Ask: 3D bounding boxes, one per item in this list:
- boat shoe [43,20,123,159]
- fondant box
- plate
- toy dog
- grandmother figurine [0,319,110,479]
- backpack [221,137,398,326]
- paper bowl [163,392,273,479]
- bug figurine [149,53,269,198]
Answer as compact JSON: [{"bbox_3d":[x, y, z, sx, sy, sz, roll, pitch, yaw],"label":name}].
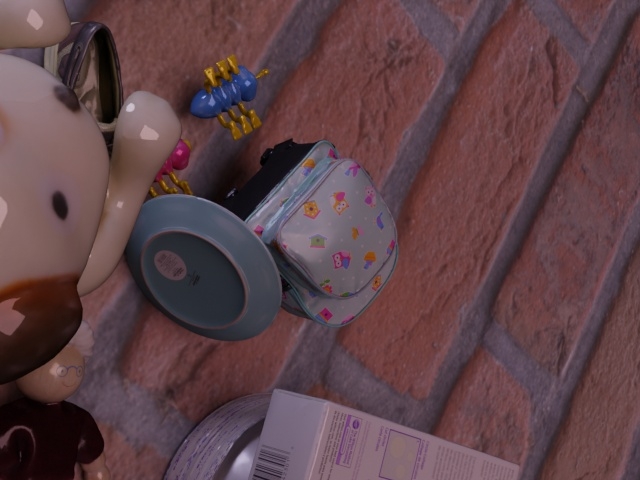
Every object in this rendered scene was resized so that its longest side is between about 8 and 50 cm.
[{"bbox_3d":[-0.240,-0.116,1.038,0.080,0.073,0.223,-5,95,-40],"label":"boat shoe"},{"bbox_3d":[0.062,0.321,1.102,0.330,0.096,0.238,25,75,-37],"label":"fondant box"},{"bbox_3d":[-0.130,0.037,1.063,0.188,0.188,0.024,63,36,-23],"label":"plate"},{"bbox_3d":[-0.301,-0.033,0.761,0.395,0.408,0.284,-37,106,-23],"label":"toy dog"},{"bbox_3d":[-0.280,0.235,1.001,0.208,0.104,0.342,6,89,-69],"label":"grandmother figurine"},{"bbox_3d":[0.000,0.000,1.107,0.166,0.144,0.188,-50,125,-22],"label":"backpack"},{"bbox_3d":[-0.038,0.329,1.177,0.284,0.148,0.284,-2,92,-41],"label":"paper bowl"},{"bbox_3d":[-0.115,-0.060,1.146,0.216,0.072,0.279,-31,115,-28],"label":"bug figurine"}]
